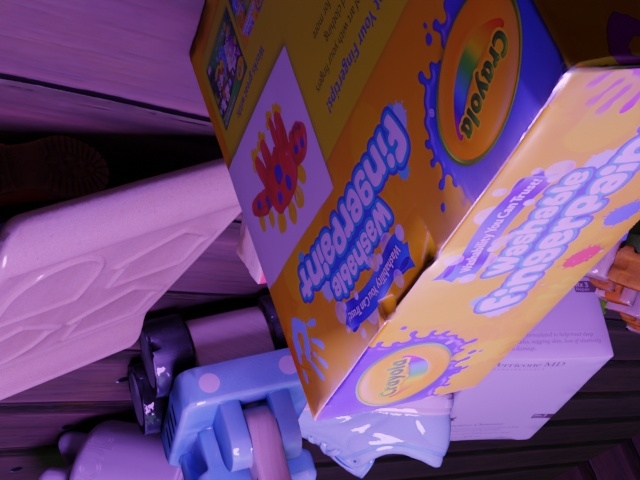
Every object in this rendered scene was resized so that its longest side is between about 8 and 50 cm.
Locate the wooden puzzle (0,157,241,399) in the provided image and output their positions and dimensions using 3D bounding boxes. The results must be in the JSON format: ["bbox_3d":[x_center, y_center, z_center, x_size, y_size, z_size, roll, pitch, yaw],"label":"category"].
[{"bbox_3d":[-0.260,0.038,1.171,0.322,0.080,0.348,-21,160,-45],"label":"wooden puzzle"}]

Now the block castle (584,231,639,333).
[{"bbox_3d":[0.568,0.034,1.602,0.453,0.303,0.212,34,77,-59],"label":"block castle"}]

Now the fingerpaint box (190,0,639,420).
[{"bbox_3d":[0.068,-0.132,0.798,0.163,0.371,0.444,-9,152,-23],"label":"fingerpaint box"}]

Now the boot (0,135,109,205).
[{"bbox_3d":[-0.283,-0.061,1.066,0.158,0.059,0.085,-3,168,-40],"label":"boot"}]

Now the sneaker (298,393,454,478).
[{"bbox_3d":[0.029,0.308,1.801,0.366,0.150,0.135,1,176,11],"label":"sneaker"}]

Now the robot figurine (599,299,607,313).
[{"bbox_3d":[0.446,0.112,1.931,0.101,0.067,0.115,-33,152,34],"label":"robot figurine"}]

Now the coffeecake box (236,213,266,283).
[{"bbox_3d":[0.011,-0.036,1.245,0.186,0.068,0.142,-6,126,-27],"label":"coffeecake box"}]

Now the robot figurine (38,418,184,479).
[{"bbox_3d":[-0.248,0.389,1.720,0.354,0.300,0.199,6,137,14],"label":"robot figurine"}]

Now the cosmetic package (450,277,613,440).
[{"bbox_3d":[0.305,0.204,1.872,0.217,0.156,0.385,-1,152,-11],"label":"cosmetic package"}]

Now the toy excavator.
[{"bbox_3d":[-0.074,0.278,1.432,0.222,0.445,0.433,-11,154,-20],"label":"toy excavator"}]

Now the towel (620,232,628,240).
[{"bbox_3d":[0.300,-0.122,1.247,0.243,0.040,0.336,-5,131,-23],"label":"towel"}]
